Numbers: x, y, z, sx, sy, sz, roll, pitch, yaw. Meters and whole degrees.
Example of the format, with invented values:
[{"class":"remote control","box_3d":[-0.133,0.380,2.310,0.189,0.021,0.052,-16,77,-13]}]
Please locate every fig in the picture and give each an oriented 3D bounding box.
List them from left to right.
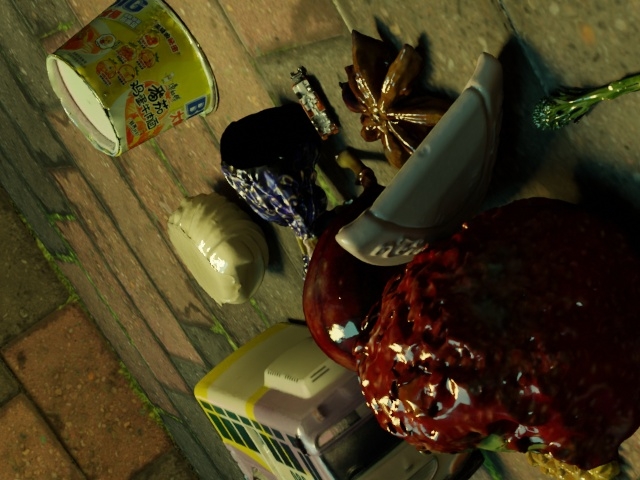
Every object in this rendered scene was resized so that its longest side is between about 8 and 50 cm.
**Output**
[{"class":"fig","box_3d":[0.071,0.015,1.286,0.186,0.203,0.250,-6,88,33]}]

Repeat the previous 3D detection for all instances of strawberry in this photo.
[{"class":"strawberry","box_3d":[0.172,0.072,1.055,0.274,0.274,0.220,11,100,60]}]

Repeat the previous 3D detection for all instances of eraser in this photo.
[{"class":"eraser","box_3d":[0.113,-0.042,1.110,0.059,0.204,0.243,36,176,20]}]

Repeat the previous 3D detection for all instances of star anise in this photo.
[{"class":"star anise","box_3d":[0.073,-0.131,1.185,0.168,0.057,0.168,44,159,22]}]

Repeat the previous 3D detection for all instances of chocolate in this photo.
[{"class":"chocolate","box_3d":[0.002,0.001,1.470,0.148,0.126,0.343,-14,124,22]}]

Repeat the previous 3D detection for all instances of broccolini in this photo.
[{"class":"broccolini","box_3d":[0.220,-0.110,0.965,0.035,0.030,0.140,50,156,-16]}]

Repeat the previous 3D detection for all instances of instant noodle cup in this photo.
[{"class":"instant noodle cup","box_3d":[-0.258,-0.213,1.609,0.205,0.153,0.205,44,159,22]}]

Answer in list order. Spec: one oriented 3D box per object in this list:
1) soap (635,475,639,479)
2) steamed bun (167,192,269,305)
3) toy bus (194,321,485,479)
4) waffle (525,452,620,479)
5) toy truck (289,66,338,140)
[{"class":"soap","box_3d":[0.380,0.292,1.140,0.198,0.114,0.063,42,156,23]},{"class":"steamed bun","box_3d":[-0.144,0.003,1.778,0.183,0.106,0.183,47,160,24]},{"class":"toy bus","box_3d":[0.010,0.256,1.717,0.249,0.209,0.440,60,160,-14]},{"class":"waffle","box_3d":[0.259,0.216,1.371,0.191,0.038,0.191,44,157,24]},{"class":"toy truck","box_3d":[-0.009,-0.154,1.362,0.083,0.024,0.032,57,-172,-20]}]
